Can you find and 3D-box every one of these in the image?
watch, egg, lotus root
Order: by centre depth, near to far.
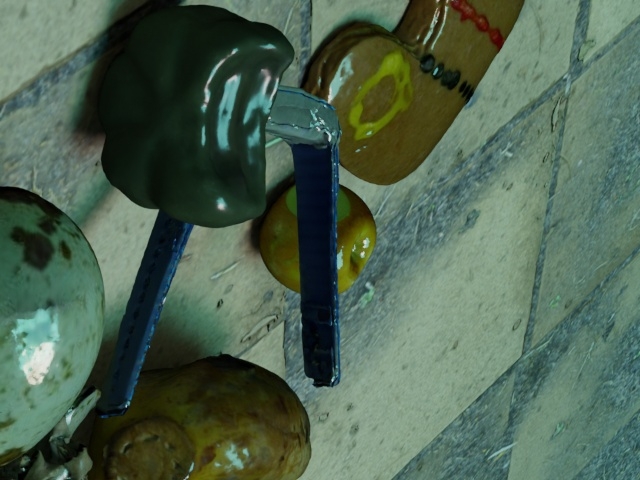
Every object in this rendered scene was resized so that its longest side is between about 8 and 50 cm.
[{"bbox_3d":[-0.245,0.069,1.429,0.169,0.169,0.231,-22,133,-51],"label":"egg"},{"bbox_3d":[-0.086,0.001,1.647,0.276,0.068,0.274,-3,96,-50],"label":"watch"},{"bbox_3d":[-0.104,0.192,1.770,0.193,0.193,0.291,-60,159,5],"label":"lotus root"}]

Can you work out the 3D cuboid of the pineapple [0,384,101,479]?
[{"bbox_3d":[-0.264,0.235,1.586,0.262,0.262,0.271,71,32,-58],"label":"pineapple"}]

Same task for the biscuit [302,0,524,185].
[{"bbox_3d":[0.100,-0.184,1.891,0.277,0.052,0.262,-55,155,-5],"label":"biscuit"}]

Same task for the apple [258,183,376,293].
[{"bbox_3d":[0.000,0.000,1.863,0.114,0.102,0.099,-37,146,-38],"label":"apple"}]

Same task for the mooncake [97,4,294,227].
[{"bbox_3d":[-0.093,-0.096,1.521,0.168,0.175,0.104,-22,173,27],"label":"mooncake"}]
